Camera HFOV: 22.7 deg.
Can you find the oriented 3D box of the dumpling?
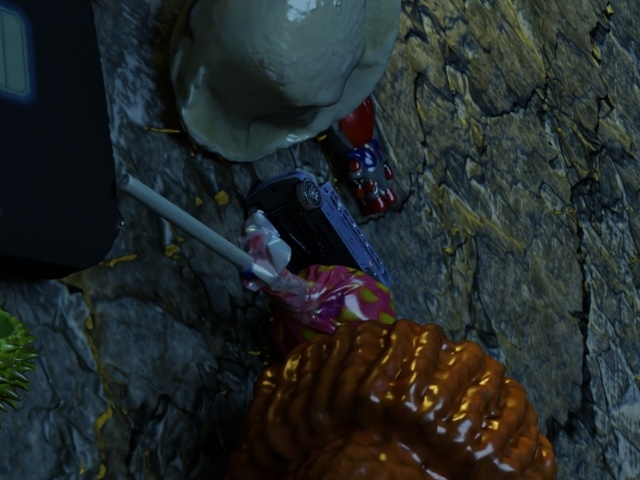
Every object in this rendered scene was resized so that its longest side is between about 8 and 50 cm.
[{"bbox_3d":[-0.017,-0.192,1.549,0.227,0.243,0.175,39,28,-41],"label":"dumpling"}]

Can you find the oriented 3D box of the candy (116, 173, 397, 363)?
[{"bbox_3d":[-0.056,0.030,1.415,0.365,0.124,0.124,36,43,-44],"label":"candy"}]

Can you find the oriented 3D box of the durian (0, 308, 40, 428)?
[{"bbox_3d":[-0.303,0.073,1.001,0.200,0.176,0.237,51,14,25],"label":"durian"}]

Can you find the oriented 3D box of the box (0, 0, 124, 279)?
[{"bbox_3d":[-0.315,-0.149,1.226,0.350,0.091,0.359,12,60,-49],"label":"box"}]

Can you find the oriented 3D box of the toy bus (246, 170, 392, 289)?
[{"bbox_3d":[0.000,0.000,1.578,0.167,0.073,0.076,57,31,-18],"label":"toy bus"}]

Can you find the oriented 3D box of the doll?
[{"bbox_3d":[0.032,-0.123,1.717,0.104,0.062,0.195,-30,102,-39],"label":"doll"}]

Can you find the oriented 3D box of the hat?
[{"bbox_3d":[0.056,0.232,1.251,0.285,0.285,0.400,57,12,-11],"label":"hat"}]
